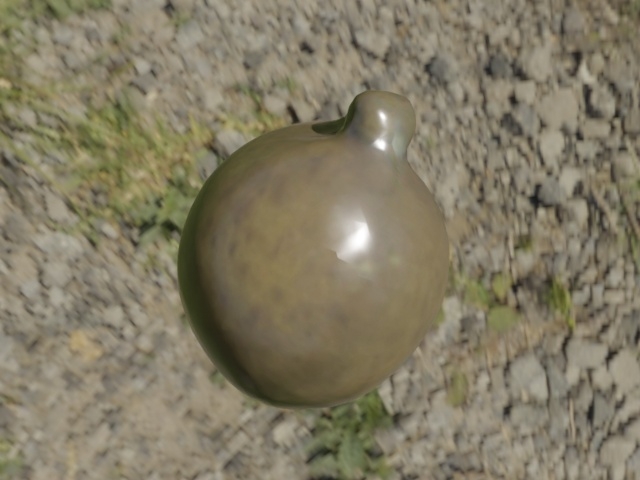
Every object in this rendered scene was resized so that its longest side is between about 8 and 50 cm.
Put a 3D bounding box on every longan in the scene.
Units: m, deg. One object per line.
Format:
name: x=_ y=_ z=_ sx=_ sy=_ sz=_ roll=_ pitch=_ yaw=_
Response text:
longan: x=0.000 y=0.000 z=1.030 sx=0.159 sy=0.185 sz=0.204 roll=18 pitch=115 yaw=-18
